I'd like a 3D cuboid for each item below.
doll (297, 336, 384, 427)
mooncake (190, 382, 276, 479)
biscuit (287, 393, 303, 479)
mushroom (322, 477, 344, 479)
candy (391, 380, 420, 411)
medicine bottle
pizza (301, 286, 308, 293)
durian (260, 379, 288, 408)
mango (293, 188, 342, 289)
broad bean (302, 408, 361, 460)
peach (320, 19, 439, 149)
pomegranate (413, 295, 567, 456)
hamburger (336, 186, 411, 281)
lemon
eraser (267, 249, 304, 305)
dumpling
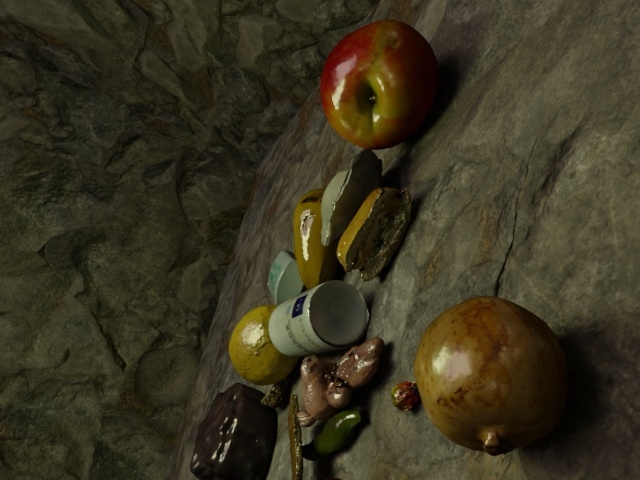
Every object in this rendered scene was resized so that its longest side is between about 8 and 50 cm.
[{"bbox_3d":[0.038,0.335,1.362,0.303,0.156,0.201,-53,0,35],"label":"doll"},{"bbox_3d":[-0.309,0.694,1.871,0.381,0.212,0.351,-46,21,43],"label":"mooncake"},{"bbox_3d":[-0.066,0.534,1.405,0.231,0.025,0.131,-100,14,-51],"label":"biscuit"},{"bbox_3d":[-0.013,0.632,1.130,0.267,0.254,0.267,-25,43,25],"label":"mushroom"},{"bbox_3d":[0.221,0.280,1.109,0.201,0.060,0.060,-52,22,19],"label":"candy"},{"bbox_3d":[-0.017,0.242,1.574,0.332,0.189,0.190,-33,38,60],"label":"medicine bottle"},{"bbox_3d":[-0.077,0.233,2.003,0.181,0.034,0.262,-62,19,19],"label":"pizza"},{"bbox_3d":[-0.146,0.526,1.790,0.110,0.071,0.140,-49,-9,-10],"label":"durian"},{"bbox_3d":[0.000,0.000,1.807,0.253,0.182,0.365,87,-178,-71],"label":"mango"},{"bbox_3d":[0.014,0.513,1.365,0.325,0.067,0.075,-47,11,40],"label":"broad bean"},{"bbox_3d":[0.183,-0.481,1.621,0.388,0.388,0.388,-54,22,35],"label":"peach"},{"bbox_3d":[0.253,0.205,0.797,0.248,0.248,0.248,-54,22,35],"label":"pomegranate"},{"bbox_3d":[0.154,-0.032,1.497,0.283,0.143,0.156,-61,14,5],"label":"hamburger"},{"bbox_3d":[-0.177,0.352,1.815,0.310,0.253,0.253,-56,21,18],"label":"lemon"},{"bbox_3d":[-0.134,0.148,2.075,0.189,0.104,0.290,-67,13,1],"label":"eraser"},{"bbox_3d":[0.108,-0.148,1.624,0.181,0.341,0.260,47,147,31],"label":"dumpling"}]
